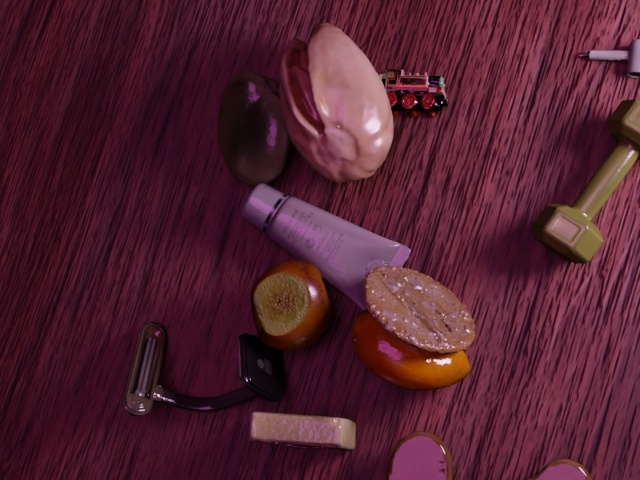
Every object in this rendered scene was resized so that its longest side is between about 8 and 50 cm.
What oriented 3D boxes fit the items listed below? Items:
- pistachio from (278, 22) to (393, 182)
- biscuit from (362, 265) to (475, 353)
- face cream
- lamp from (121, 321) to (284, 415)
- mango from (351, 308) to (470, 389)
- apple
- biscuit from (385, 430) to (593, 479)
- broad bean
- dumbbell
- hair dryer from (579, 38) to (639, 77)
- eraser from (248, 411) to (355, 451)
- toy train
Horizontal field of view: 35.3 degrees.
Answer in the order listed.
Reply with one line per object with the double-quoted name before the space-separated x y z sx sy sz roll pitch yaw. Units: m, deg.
"pistachio" 0.028 -0.258 1.854 0.193 0.214 0.318 -27 62 28
"biscuit" 0.170 0.119 1.746 0.220 0.220 0.033 40 124 19
"face cream" 0.000 0.000 1.875 0.314 0.089 0.143 31 88 11
"lamp" -0.214 0.227 1.890 0.283 0.124 0.203 -14 56 16
"mango" 0.158 0.191 1.766 0.219 0.112 0.145 22 45 9
"apple" -0.054 0.122 1.818 0.147 0.163 0.146 -22 69 -2
"biscuit" 0.274 0.512 1.704 0.393 0.076 0.368 -1 79 13
"broad bean" -0.133 -0.217 1.937 0.169 0.100 0.228 -34 63 31
"dumbbell" 0.492 -0.103 1.737 0.121 0.108 0.302 37 91 19
"hair dryer" 0.528 -0.328 1.812 0.124 0.038 0.063 6 81 23
"eraser" -0.030 0.341 1.796 0.172 0.117 0.058 1 76 16
"toy train" 0.174 -0.279 1.893 0.137 0.050 0.087 4 77 16
